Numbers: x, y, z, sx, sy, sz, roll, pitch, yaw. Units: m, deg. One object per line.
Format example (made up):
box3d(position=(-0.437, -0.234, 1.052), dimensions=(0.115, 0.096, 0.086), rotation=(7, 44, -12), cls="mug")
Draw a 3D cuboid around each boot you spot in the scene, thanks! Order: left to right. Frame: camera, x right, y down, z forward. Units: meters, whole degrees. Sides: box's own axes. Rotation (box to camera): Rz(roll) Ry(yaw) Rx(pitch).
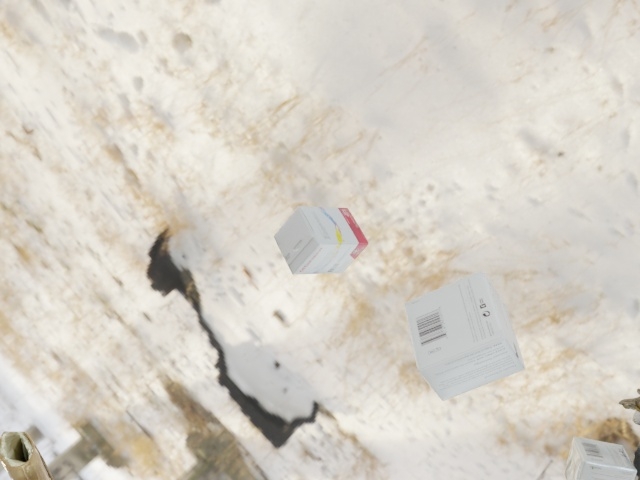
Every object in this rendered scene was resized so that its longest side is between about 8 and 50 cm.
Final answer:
box3d(position=(-0.585, 0.491, 1.658), dimensions=(0.236, 0.089, 0.269), rotation=(24, 137, 48), cls="boot")

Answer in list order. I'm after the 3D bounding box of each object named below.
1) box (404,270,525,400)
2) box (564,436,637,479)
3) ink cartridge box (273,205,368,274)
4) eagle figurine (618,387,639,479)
box3d(position=(0.279, 0.186, 1.584), dimensions=(0.119, 0.182, 0.180), rotation=(52, -160, -38), cls="box")
box3d(position=(0.527, 0.439, 1.527), dimensions=(0.102, 0.101, 0.087), rotation=(11, 103, 3), cls="box")
box3d(position=(0.000, 0.000, 2.035), dimensions=(0.128, 0.176, 0.127), rotation=(-49, 57, 34), cls="ink cartridge box")
box3d(position=(0.684, 0.416, 1.513), dimensions=(0.226, 0.225, 0.298), rotation=(-37, 74, 59), cls="eagle figurine")
